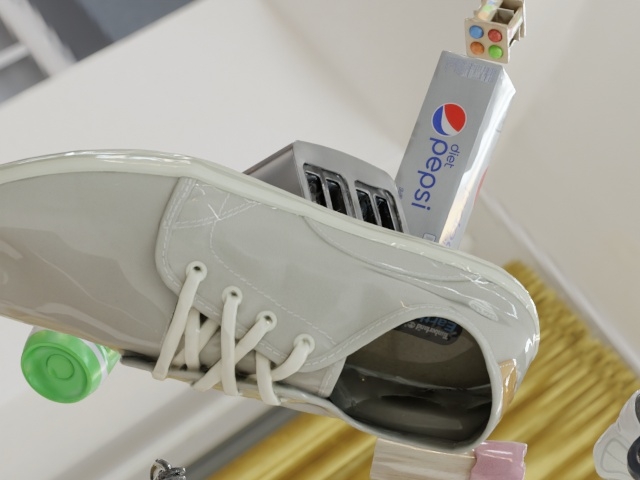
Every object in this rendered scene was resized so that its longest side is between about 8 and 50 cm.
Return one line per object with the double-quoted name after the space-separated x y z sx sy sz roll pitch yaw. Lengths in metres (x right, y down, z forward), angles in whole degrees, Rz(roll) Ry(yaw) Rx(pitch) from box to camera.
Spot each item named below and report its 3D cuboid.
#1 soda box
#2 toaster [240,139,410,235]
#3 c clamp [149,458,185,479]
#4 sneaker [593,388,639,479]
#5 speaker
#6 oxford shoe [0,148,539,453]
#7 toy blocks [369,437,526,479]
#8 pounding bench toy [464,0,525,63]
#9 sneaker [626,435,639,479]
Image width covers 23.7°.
0.166 -0.099 2.032 0.091 0.286 0.098 17 -11 22 "soda box"
0.000 0.000 1.505 0.110 0.168 0.185 -31 -121 32 "toaster"
-0.096 0.232 1.152 0.137 0.022 0.160 108 -38 -61 "c clamp"
0.441 0.277 1.722 0.292 0.110 0.118 31 -52 -8 "sneaker"
-0.327 0.107 2.230 0.131 0.296 0.131 9 -56 13 "speaker"
-0.057 0.048 1.079 0.449 0.130 0.169 14 -51 -7 "oxford shoe"
0.138 0.358 1.218 0.260 0.309 0.288 11 -44 3 "toy blocks"
0.201 -0.230 1.759 0.052 0.065 0.083 14 -42 23 "pounding bench toy"
0.371 0.184 1.378 0.082 0.209 0.069 83 -20 -47 "sneaker"
